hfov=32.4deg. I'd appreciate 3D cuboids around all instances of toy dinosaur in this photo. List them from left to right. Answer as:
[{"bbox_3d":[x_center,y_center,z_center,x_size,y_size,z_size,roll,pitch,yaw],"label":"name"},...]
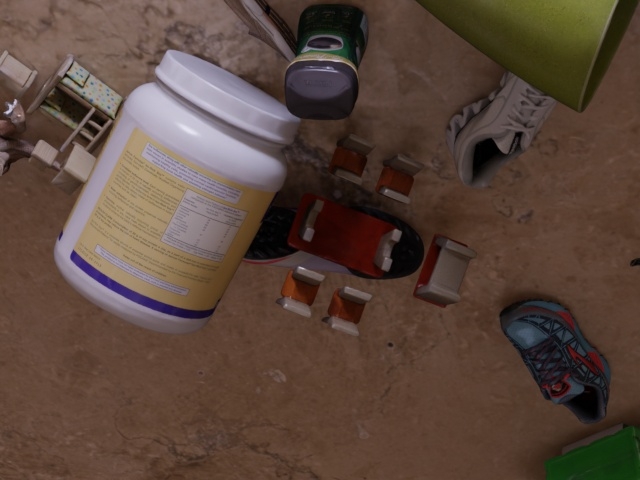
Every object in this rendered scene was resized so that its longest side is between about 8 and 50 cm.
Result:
[{"bbox_3d":[-0.530,-0.124,1.643,0.296,0.127,0.200,-3,166,-18],"label":"toy dinosaur"}]

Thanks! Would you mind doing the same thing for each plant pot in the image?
[{"bbox_3d":[0.221,-0.329,1.278,0.293,0.275,0.275,24,132,14],"label":"plant pot"}]

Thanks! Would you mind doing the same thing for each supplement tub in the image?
[{"bbox_3d":[-0.192,-0.066,1.505,0.241,0.241,0.331,26,103,-13],"label":"supplement tub"}]

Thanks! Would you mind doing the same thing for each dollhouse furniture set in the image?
[{"bbox_3d":[-0.378,-0.185,1.542,0.182,0.161,0.101,36,126,-21],"label":"dollhouse furniture set"},{"bbox_3d":[0.082,0.012,1.605,0.259,0.135,0.262,21,86,-10],"label":"dollhouse furniture set"}]

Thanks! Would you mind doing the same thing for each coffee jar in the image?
[{"bbox_3d":[0.008,-0.230,1.426,0.096,0.184,0.079,3,130,7],"label":"coffee jar"}]

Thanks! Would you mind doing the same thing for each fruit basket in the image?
[{"bbox_3d":[0.573,0.467,1.980,0.327,0.165,0.353,-32,134,31],"label":"fruit basket"}]

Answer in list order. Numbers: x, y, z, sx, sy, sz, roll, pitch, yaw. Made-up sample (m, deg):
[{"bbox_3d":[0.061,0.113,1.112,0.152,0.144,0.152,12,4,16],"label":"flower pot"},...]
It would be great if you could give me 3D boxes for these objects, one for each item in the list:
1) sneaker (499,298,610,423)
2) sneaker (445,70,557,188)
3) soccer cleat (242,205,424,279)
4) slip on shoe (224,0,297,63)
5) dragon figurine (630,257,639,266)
[{"bbox_3d":[0.387,0.198,1.768,0.104,0.125,0.262,-34,118,31],"label":"sneaker"},{"bbox_3d":[0.273,-0.184,1.470,0.110,0.118,0.292,27,128,-11],"label":"sneaker"},{"bbox_3d":[0.000,0.000,1.693,0.318,0.108,0.116,5,176,-13],"label":"soccer cleat"},{"bbox_3d":[-0.078,-0.288,1.478,0.041,0.051,0.135,-30,117,23],"label":"slip on shoe"},{"bbox_3d":[0.597,0.022,1.610,0.289,0.085,0.144,19,128,-13],"label":"dragon figurine"}]
